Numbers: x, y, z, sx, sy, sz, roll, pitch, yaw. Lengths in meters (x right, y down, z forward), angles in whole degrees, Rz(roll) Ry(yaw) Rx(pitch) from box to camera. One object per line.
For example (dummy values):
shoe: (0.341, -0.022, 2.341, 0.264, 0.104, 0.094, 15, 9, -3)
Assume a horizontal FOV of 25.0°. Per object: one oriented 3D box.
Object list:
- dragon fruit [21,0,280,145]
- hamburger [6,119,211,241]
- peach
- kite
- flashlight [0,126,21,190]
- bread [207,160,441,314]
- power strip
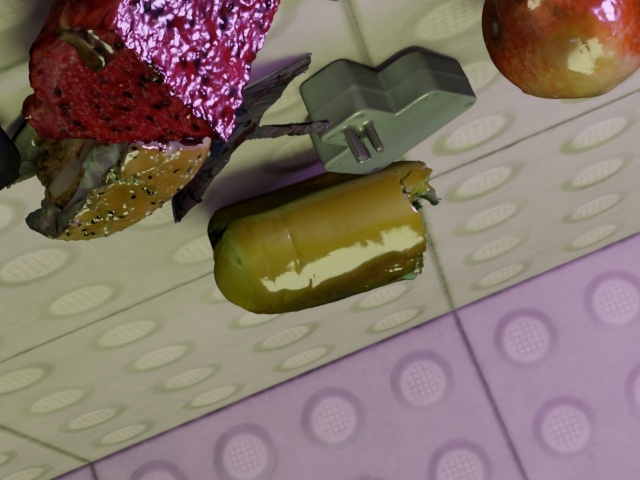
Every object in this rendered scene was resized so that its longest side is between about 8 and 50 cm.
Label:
dragon fruit: (-0.221, -0.185, 1.607, 0.330, 0.240, 0.302, -27, 165, 34)
hamburger: (-0.266, -0.115, 1.865, 0.192, 0.168, 0.288, -3, 153, -42)
peach: (0.324, -0.302, 1.945, 0.232, 0.232, 0.256, -31, 149, 26)
kite: (-0.109, -0.141, 1.942, 0.314, 0.335, 0.011, 4, 139, 43)
flashlight: (-0.440, -0.159, 1.672, 0.103, 0.103, 0.424, -21, 163, -3)
bread: (0.000, 0.000, 2.367, 0.376, 0.208, 0.251, -15, -172, -11)
power strip: (0.091, -0.176, 2.160, 0.229, 0.141, 0.261, -33, 161, 28)
